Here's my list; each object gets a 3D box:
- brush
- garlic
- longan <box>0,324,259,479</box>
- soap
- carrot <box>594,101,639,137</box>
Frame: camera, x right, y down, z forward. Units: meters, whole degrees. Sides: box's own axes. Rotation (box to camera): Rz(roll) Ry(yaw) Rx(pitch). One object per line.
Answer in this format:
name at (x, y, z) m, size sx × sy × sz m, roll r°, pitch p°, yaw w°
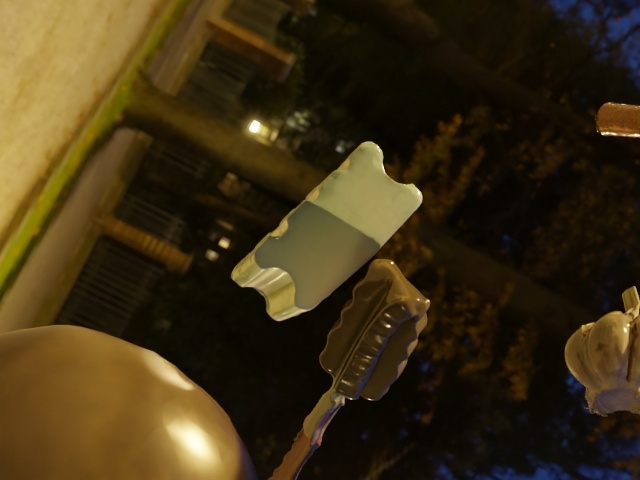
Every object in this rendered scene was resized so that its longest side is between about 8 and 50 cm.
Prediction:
brush at (0.019, 0.153, 1.154) m, size 0.301 × 0.071 × 0.084 m, roll -63°, pitch -141°, yaw 28°
garlic at (0.412, 0.133, 1.557) m, size 0.131 × 0.127 × 0.194 m, roll -9°, pitch -139°, yaw 41°
longan at (-0.169, 0.205, 0.763) m, size 0.300 × 0.300 × 0.243 m, roll -57°, pitch 174°, yaw 36°
soap at (0.000, 0.000, 1.313) m, size 0.173 × 0.095 × 0.289 m, roll -46°, pitch -178°, yaw -12°
carrot at (0.413, -0.155, 1.487) m, size 0.048 × 0.048 × 0.139 m, roll -63°, pitch -157°, yaw -3°
